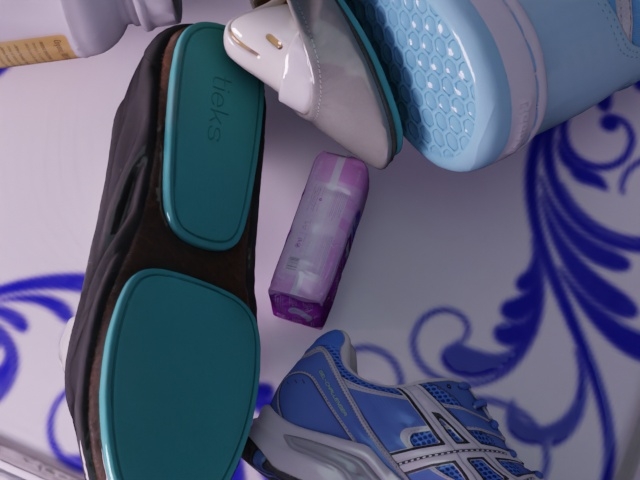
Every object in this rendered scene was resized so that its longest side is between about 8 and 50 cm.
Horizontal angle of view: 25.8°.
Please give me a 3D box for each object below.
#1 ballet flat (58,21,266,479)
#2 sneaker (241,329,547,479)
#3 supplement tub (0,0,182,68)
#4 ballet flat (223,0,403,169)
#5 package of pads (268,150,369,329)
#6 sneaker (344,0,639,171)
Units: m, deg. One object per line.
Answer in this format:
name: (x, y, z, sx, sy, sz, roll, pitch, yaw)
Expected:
ballet flat: (-0.078, 0.023, 0.696, 0.095, 0.096, 0.280, 25, 56, -28)
sneaker: (0.068, 0.111, 0.661, 0.211, 0.080, 0.081, 24, 76, 10)
supplement tub: (-0.181, -0.162, 0.739, 0.200, 0.144, 0.144, -7, 70, -1)
ballet flat: (-0.028, -0.125, 0.704, 0.068, 0.072, 0.213, -19, 78, -16)
package of pads: (0.000, 0.000, 0.721, 0.032, 0.050, 0.083, 17, 71, 8)
sneaker: (0.087, -0.184, 0.759, 0.208, 0.127, 0.319, -19, 59, -20)
